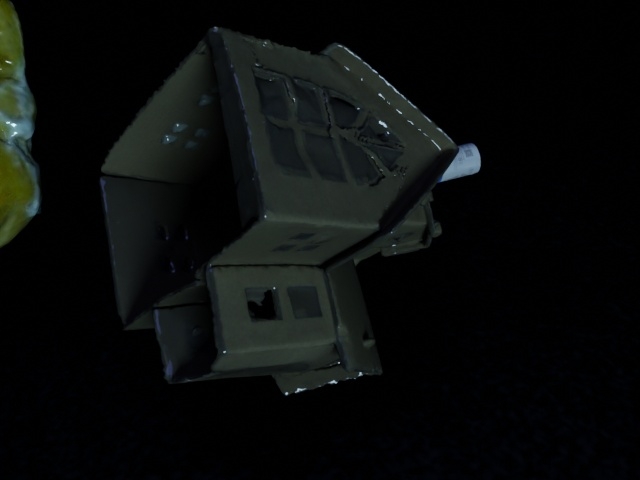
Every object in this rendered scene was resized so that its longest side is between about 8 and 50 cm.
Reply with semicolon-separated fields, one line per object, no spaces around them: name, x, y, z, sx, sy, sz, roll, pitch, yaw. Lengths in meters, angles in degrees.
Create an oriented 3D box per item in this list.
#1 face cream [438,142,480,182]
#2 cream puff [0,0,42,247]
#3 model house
face cream;0.101;-0.072;0.650;0.130;0.034;0.034;-14;34;-13
cream puff;-0.412;-0.108;0.510;0.378;0.378;0.275;25;23;39
model house;0.000;0.000;0.454;0.243;0.211;0.204;2;66;-40
